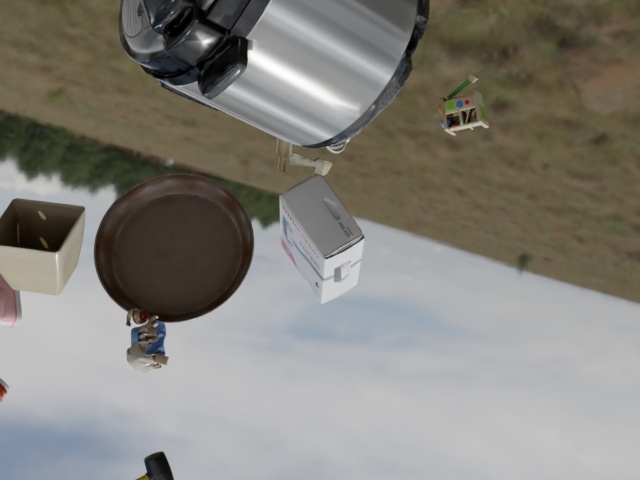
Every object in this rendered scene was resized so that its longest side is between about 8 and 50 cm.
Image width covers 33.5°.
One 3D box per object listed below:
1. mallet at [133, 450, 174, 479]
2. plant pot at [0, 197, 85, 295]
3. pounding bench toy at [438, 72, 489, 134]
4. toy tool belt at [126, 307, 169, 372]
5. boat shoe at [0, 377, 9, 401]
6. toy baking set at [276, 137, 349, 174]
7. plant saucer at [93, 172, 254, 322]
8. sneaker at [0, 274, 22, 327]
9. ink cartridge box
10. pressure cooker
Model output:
[{"bbox_3d":[-0.323,0.394,1.708,0.190,0.062,0.039,-12,180,-36],"label":"mallet"},{"bbox_3d":[-0.394,0.015,1.495,0.109,0.096,0.109,6,-142,8],"label":"plant pot"},{"bbox_3d":[0.214,-0.210,1.624,0.065,0.083,0.052,-11,172,21],"label":"pounding bench toy"},{"bbox_3d":[-0.210,0.121,1.328,0.051,0.083,0.052,-17,154,27],"label":"toy tool belt"},{"bbox_3d":[-0.519,0.194,1.554,0.137,0.043,0.049,44,140,-17],"label":"boat shoe"},{"bbox_3d":[-0.006,-0.205,1.958,0.197,0.256,0.030,-25,-131,-38],"label":"toy baking set"},{"bbox_3d":[-0.281,0.018,2.057,0.311,0.310,0.050,16,160,8],"label":"plant saucer"},{"bbox_3d":[-0.535,0.078,1.744,0.070,0.134,0.051,6,150,-40],"label":"sneaker"},{"bbox_3d":[0.000,0.000,1.971,0.158,0.092,0.218,55,163,20],"label":"ink cartridge box"},{"bbox_3d":[-0.097,-0.370,1.563,0.420,0.375,0.370,23,-176,-37],"label":"pressure cooker"}]
